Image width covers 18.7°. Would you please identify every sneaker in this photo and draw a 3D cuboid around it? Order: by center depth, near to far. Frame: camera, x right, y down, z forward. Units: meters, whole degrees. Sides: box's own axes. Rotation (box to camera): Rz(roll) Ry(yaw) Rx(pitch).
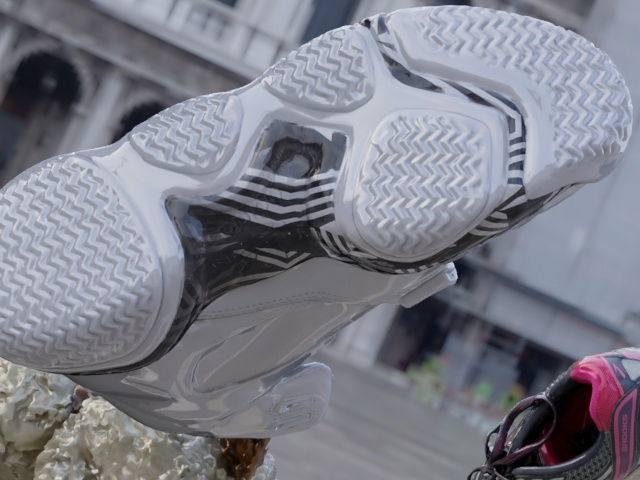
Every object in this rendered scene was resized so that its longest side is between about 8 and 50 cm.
[{"bbox_3d":[0.000,0.000,1.080,0.366,0.137,0.210,-19,-25,6],"label":"sneaker"},{"bbox_3d":[0.159,0.175,1.450,0.112,0.299,0.121,6,44,-39],"label":"sneaker"}]

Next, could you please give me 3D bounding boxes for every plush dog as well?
[{"bbox_3d":[-0.149,0.133,1.284,0.225,0.210,0.262,31,36,16],"label":"plush dog"}]
